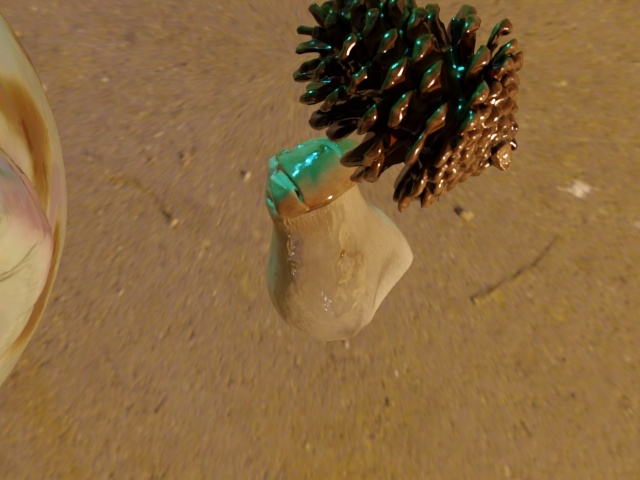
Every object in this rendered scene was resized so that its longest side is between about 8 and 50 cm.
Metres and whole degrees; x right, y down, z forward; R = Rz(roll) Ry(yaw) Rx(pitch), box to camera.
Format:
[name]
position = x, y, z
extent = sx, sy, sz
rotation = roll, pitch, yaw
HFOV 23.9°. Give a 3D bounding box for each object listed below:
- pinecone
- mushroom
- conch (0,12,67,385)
[pinecone]
position = 0.041, -0.070, 0.684
extent = 0.109, 0.102, 0.102
rotation = 40, 95, -24
[mushroom]
position = 0.000, 0.000, 1.118
extent = 0.116, 0.225, 0.093
rotation = -43, 57, -6
[conch]
position = -0.223, -0.013, 0.533
extent = 0.368, 0.249, 0.197
rotation = -16, 53, 29
